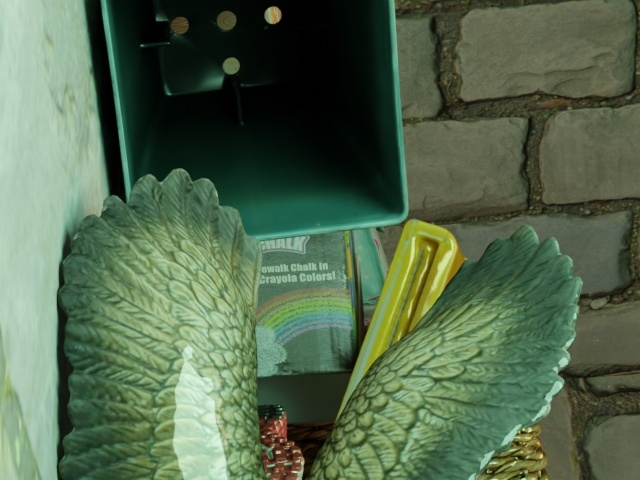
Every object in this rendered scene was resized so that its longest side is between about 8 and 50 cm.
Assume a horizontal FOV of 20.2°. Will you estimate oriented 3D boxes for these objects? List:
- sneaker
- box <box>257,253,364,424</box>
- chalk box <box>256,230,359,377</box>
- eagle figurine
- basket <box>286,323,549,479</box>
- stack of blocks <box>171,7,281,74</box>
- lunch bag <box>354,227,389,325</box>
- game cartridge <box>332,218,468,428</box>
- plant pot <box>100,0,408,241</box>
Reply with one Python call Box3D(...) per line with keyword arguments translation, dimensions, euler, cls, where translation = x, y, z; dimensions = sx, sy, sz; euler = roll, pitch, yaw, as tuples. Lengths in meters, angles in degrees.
Box3D(translation=(-0.052, 0.190, 1.343), dimensions=(0.225, 0.088, 0.092), euler=(-79, 166, -80), cls="sneaker")
Box3D(translation=(-0.023, 0.091, 1.676), dimensions=(0.170, 0.130, 0.091), euler=(-90, 176, -65), cls="box")
Box3D(translation=(-0.040, -0.011, 1.454), dimensions=(0.132, 0.132, 0.213), euler=(-90, 176, -58), cls="chalk box")
Box3D(translation=(-0.020, 0.119, 0.890), dimensions=(0.225, 0.226, 0.298), euler=(15, -86, 55), cls="eagle figurine")
Box3D(translation=(0.075, 0.209, 1.843), dimensions=(0.213, 0.299, 0.223), euler=(83, 1, -74), cls="basket")
Box3D(translation=(-0.077, -0.205, 1.428), dimensions=(0.297, 0.087, 0.171), euler=(80, 6, -67), cls="stack of blocks")
Box3D(translation=(0.000, 0.000, 2.145), dimensions=(0.223, 0.160, 0.262), euler=(71, 3, -68), cls="lunch bag")
Box3D(translation=(0.066, 0.139, 1.563), dimensions=(0.324, 0.053, 0.285), euler=(36, 73, -78), cls="game cartridge")
Box3D(translation=(-0.050, -0.114, 1.144), dimensions=(0.234, 0.165, 0.165), euler=(-111, -165, -70), cls="plant pot")
